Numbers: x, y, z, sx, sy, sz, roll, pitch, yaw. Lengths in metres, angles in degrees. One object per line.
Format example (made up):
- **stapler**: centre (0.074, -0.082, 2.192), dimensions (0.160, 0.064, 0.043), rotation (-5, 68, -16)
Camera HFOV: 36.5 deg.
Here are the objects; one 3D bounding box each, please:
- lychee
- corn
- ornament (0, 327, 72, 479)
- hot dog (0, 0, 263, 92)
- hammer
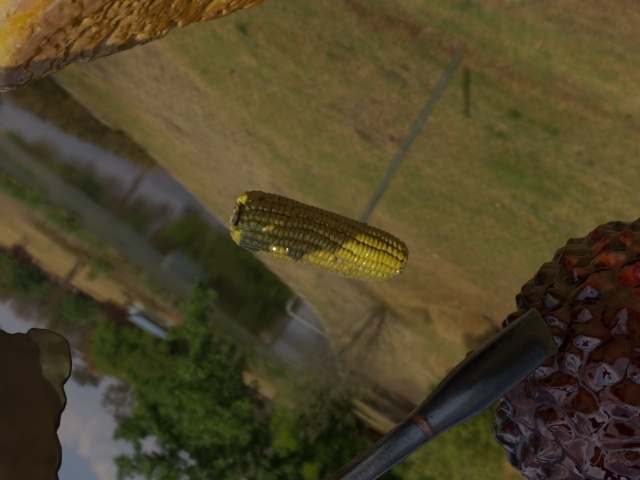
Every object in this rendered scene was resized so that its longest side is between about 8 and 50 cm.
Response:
- **lychee**: centre (0.404, 0.175, 1.220), dimensions (0.500, 0.425, 0.424), rotation (-1, 149, 46)
- **corn**: centre (0.000, 0.000, 1.187), dimensions (0.231, 0.080, 0.080), rotation (18, 175, -16)
- **ornament**: centre (-0.269, 0.193, 0.695), dimensions (0.106, 0.251, 0.260), rotation (15, 147, -25)
- **hot dog**: centre (-0.187, -0.303, 0.883), dimensions (0.185, 0.405, 0.223), rotation (51, 144, 14)
- **hammer**: centre (0.046, 0.149, 0.678), dimensions (0.037, 0.290, 0.137), rotation (52, 180, 11)
